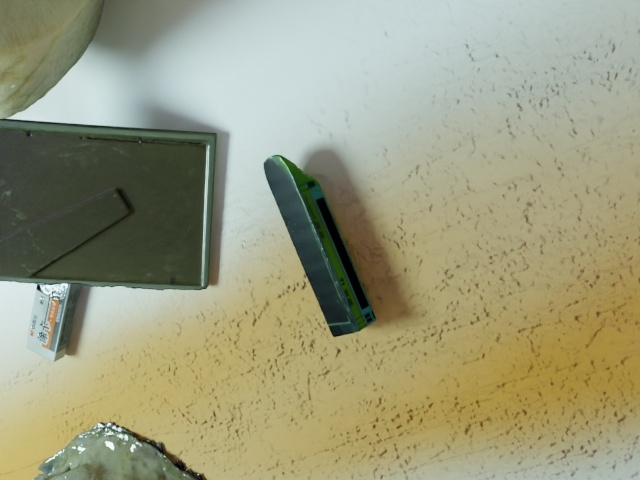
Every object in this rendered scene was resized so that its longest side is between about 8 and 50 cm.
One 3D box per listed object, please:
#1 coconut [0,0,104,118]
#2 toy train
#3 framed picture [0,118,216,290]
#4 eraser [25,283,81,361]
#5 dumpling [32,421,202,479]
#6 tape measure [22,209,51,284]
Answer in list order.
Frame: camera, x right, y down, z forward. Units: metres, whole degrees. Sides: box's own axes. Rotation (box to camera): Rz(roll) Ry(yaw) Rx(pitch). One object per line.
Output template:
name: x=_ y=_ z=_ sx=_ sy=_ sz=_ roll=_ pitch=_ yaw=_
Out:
coconut: x=-0.355 y=-0.283 z=0.821 sx=0.328 sy=0.329 sz=0.329 roll=6 pitch=105 yaw=22
toy train: x=0.000 y=0.000 z=0.899 sx=0.044 sy=0.042 sz=0.209 roll=-20 pitch=93 yaw=47
framed picture: x=-0.257 y=-0.038 z=0.946 sx=0.265 sy=0.018 sz=0.192 roll=4 pitch=105 yaw=-8
eraser: x=-0.351 y=0.095 z=1.079 sx=0.052 sy=0.029 sz=0.122 roll=23 pitch=111 yaw=17
dumpling: x=-0.284 y=0.333 z=1.081 sx=0.332 sy=0.086 sz=0.166 roll=-4 pitch=104 yaw=20
tape measure: x=-0.412 y=-0.042 z=0.992 sx=0.330 sy=0.084 sz=0.164 roll=13 pitch=108 yaw=-4
